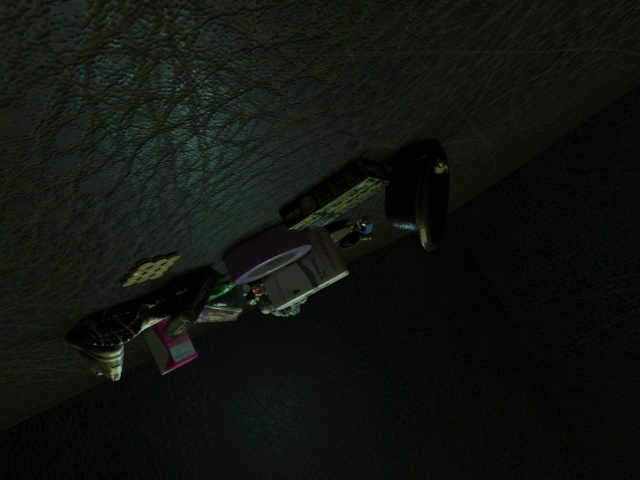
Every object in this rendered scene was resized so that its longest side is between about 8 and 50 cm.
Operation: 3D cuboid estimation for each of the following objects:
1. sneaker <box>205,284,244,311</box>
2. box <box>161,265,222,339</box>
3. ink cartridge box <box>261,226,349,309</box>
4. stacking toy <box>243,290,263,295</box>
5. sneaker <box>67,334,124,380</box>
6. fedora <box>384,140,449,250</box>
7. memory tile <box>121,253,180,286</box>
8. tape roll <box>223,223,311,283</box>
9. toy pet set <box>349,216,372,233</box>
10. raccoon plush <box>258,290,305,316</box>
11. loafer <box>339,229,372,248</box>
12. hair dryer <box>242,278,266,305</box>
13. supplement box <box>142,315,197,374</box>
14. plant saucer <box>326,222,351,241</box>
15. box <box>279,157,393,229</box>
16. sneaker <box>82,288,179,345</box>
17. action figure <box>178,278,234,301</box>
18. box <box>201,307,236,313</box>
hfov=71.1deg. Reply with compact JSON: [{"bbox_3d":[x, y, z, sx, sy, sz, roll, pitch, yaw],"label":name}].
[{"bbox_3d":[-0.414,0.217,1.811,0.221,0.118,0.083,14,167,-33],"label":"sneaker"},{"bbox_3d":[-0.416,0.206,1.442,0.232,0.059,0.184,-39,-159,49],"label":"box"},{"bbox_3d":[-0.071,0.093,1.637,0.289,0.211,0.121,-29,170,5],"label":"ink cartridge box"},{"bbox_3d":[-0.368,0.239,1.995,0.220,0.052,0.167,-20,163,-9],"label":"stacking toy"},{"bbox_3d":[-0.691,0.353,1.365,0.105,0.116,0.281,-8,-171,-44],"label":"sneaker"},{"bbox_3d":[0.283,-0.132,1.340,0.152,0.335,0.334,3,-174,28],"label":"fedora"},{"bbox_3d":[-0.422,0.072,1.111,0.113,0.012,0.148,-17,167,-48],"label":"memory tile"},{"bbox_3d":[-0.169,0.043,1.444,0.274,0.090,0.275,-27,171,-5],"label":"tape roll"},{"bbox_3d":[0.171,-0.051,1.990,0.114,0.065,0.122,-17,167,-48],"label":"toy pet set"},{"bbox_3d":[-0.112,0.163,2.044,0.447,0.216,0.299,-55,179,-7],"label":"raccoon plush"},{"bbox_3d":[0.148,-0.010,2.114,0.078,0.080,0.220,-7,169,-35],"label":"loafer"},{"bbox_3d":[-0.205,0.186,1.830,0.223,0.080,0.294,-2,-154,-14],"label":"hair dryer"},{"bbox_3d":[-0.587,0.383,1.729,0.111,0.220,0.113,-33,169,35],"label":"supplement box"},{"bbox_3d":[0.000,0.000,1.863,0.277,0.041,0.278,-27,171,-5],"label":"plant saucer"},{"bbox_3d":[0.048,-0.121,1.243,0.270,0.060,0.216,-32,169,24],"label":"box"},{"bbox_3d":[-0.573,0.247,1.366,0.282,0.110,0.122,-20,172,-37],"label":"sneaker"},{"bbox_3d":[-0.416,0.195,1.670,0.232,0.064,0.137,-23,169,-4],"label":"action figure"},{"bbox_3d":[-0.469,0.321,2.021,0.200,0.057,0.293,1,163,-15],"label":"box"}]
